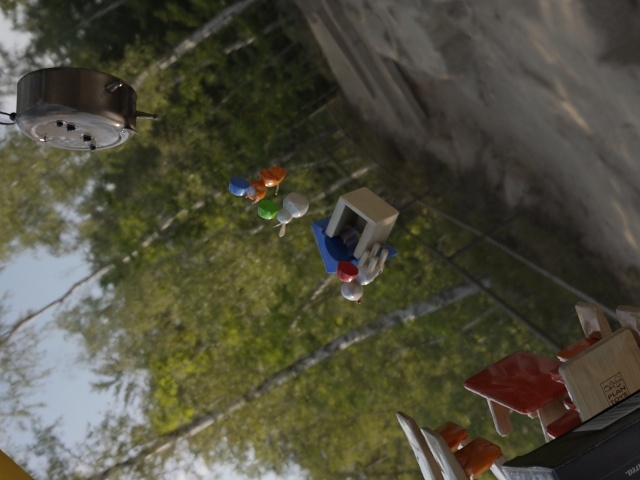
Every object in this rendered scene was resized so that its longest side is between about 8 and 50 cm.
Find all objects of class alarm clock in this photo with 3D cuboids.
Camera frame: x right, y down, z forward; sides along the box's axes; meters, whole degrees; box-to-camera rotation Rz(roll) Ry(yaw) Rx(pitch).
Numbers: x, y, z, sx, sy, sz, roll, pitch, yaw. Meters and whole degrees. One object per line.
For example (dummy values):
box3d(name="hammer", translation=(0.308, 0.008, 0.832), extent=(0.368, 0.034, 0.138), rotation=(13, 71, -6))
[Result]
box3d(name="alarm clock", translation=(-0.294, -0.142, 0.811), extent=(0.129, 0.191, 0.064), rotation=(47, -137, -75))

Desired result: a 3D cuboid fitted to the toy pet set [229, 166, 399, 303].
box3d(name="toy pet set", translation=(0.000, 0.000, 0.552), extent=(0.122, 0.065, 0.114), rotation=(39, -143, 23))

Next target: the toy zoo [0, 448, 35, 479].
box3d(name="toy zoo", translation=(-0.373, 0.264, 0.702), extent=(0.293, 0.192, 0.030), rotation=(36, -160, 11))

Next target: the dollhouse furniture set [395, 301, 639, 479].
box3d(name="dollhouse furniture set", translation=(0.224, 0.146, 0.698), extent=(0.135, 0.261, 0.259), rotation=(63, 168, -5))

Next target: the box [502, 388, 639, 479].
box3d(name="box", translation=(0.226, 0.172, 0.430), extent=(0.158, 0.155, 0.093), rotation=(62, 168, 13))
